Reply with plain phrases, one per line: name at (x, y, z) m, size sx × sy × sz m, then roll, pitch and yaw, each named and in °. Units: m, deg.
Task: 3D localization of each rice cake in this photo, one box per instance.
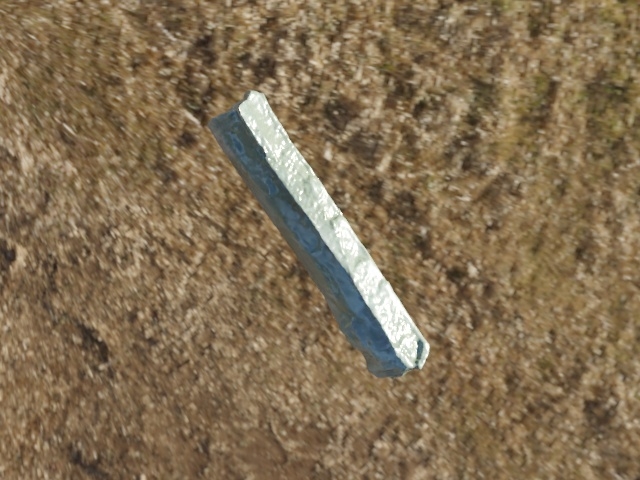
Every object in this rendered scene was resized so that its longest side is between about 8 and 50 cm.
rice cake at (0.000, 0.000, 0.389) m, size 0.021 × 0.022 × 0.121 m, roll -43°, pitch 104°, yaw -38°
